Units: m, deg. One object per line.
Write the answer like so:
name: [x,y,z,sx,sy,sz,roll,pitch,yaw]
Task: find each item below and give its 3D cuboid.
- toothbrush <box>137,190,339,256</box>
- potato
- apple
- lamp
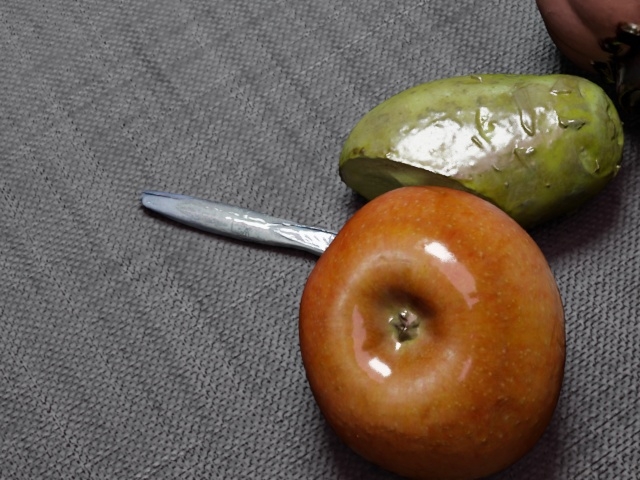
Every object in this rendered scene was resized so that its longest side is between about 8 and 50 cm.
toothbrush: [0.000,0.000,1.110,0.413,0.042,0.035,13,69,9]
potato: [0.167,-0.090,1.091,0.298,0.141,0.176,-7,55,6]
apple: [0.101,0.085,0.965,0.252,0.206,0.271,10,88,12]
lamp: [0.368,-0.249,1.066,0.305,0.305,0.239,6,79,4]
